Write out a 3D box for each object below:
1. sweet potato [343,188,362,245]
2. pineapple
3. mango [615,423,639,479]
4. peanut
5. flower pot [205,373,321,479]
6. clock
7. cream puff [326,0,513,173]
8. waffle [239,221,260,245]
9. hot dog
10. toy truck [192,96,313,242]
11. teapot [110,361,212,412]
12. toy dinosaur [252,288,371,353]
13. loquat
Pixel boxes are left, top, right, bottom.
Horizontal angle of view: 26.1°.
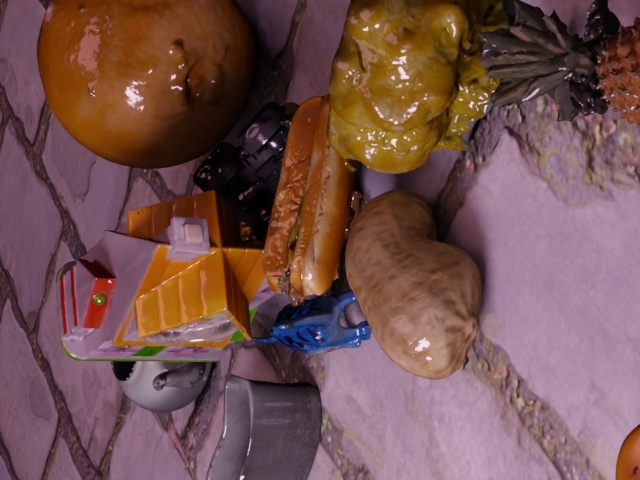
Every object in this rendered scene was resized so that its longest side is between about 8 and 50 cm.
[{"bbox_3d":[0.000,0.000,1.764,0.060,0.068,0.206,55,131,14],"label":"sweet potato"},{"bbox_3d":[0.266,-0.160,1.298,0.130,0.119,0.277,57,165,-28],"label":"pineapple"},{"bbox_3d":[0.304,0.209,1.231,0.080,0.060,0.114,45,124,33],"label":"mango"},{"bbox_3d":[0.102,0.042,1.536,0.253,0.137,0.122,61,178,43],"label":"peanut"},{"bbox_3d":[-0.077,0.289,1.815,0.103,0.108,0.229,29,110,57],"label":"flower pot"},{"bbox_3d":[-0.172,0.055,1.742,0.309,0.235,0.166,-35,57,54],"label":"clock"},{"bbox_3d":[0.117,-0.204,1.506,0.282,0.185,0.282,16,-90,-81],"label":"cream puff"},{"bbox_3d":[-0.115,0.009,1.954,0.193,0.070,0.197,42,124,53],"label":"waffle"},{"bbox_3d":[-0.004,-0.054,1.620,0.109,0.072,0.269,1,75,51],"label":"hot dog"},{"bbox_3d":[-0.045,-0.109,1.787,0.224,0.147,0.165,-39,13,48],"label":"toy truck"},{"bbox_3d":[-0.247,0.163,2.092,0.294,0.129,0.193,34,115,55],"label":"teapot"},{"bbox_3d":[-0.003,0.104,1.698,0.329,0.144,0.076,150,109,-81],"label":"toy dinosaur"},{"bbox_3d":[-0.249,-0.260,1.972,0.328,0.328,0.328,-11,77,58],"label":"loquat"}]
